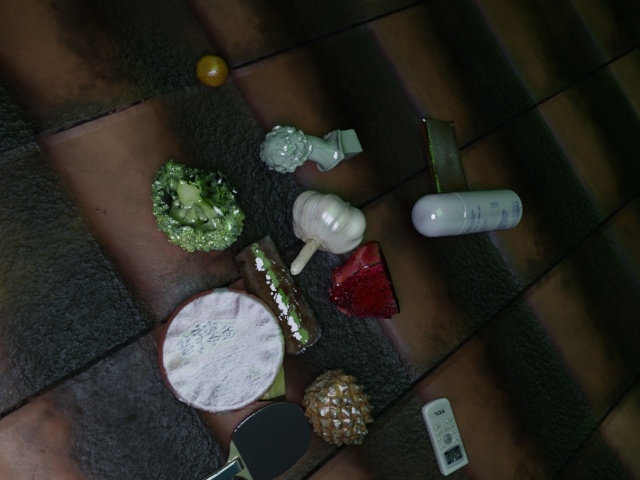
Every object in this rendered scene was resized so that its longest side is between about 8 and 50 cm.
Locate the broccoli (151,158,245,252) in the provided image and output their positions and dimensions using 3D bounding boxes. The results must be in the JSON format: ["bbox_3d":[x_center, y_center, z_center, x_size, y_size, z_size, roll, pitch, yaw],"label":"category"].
[{"bbox_3d":[-0.285,-0.084,1.029,0.198,0.176,0.226,-22,104,-17],"label":"broccoli"}]

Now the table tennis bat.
[{"bbox_3d":[-0.156,0.492,1.029,0.301,0.022,0.173,-28,101,-21],"label":"table tennis bat"}]

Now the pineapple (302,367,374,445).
[{"bbox_3d":[0.052,0.408,1.074,0.166,0.166,0.193,-33,99,-24],"label":"pineapple"}]

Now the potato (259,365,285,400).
[{"bbox_3d":[-0.127,0.327,1.063,0.067,0.096,0.103,-8,67,18],"label":"potato"}]

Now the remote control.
[{"bbox_3d":[0.339,0.531,1.229,0.088,0.029,0.189,-14,84,-24],"label":"remote control"}]

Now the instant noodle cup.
[{"bbox_3d":[-0.217,0.245,1.016,0.274,0.090,0.273,2,75,-7],"label":"instant noodle cup"}]

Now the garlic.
[{"bbox_3d":[0.000,0.000,1.111,0.199,0.199,0.226,35,66,-12],"label":"garlic"}]

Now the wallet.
[{"bbox_3d":[0.387,-0.262,1.413,0.133,0.039,0.243,-6,81,-29],"label":"wallet"}]

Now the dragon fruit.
[{"bbox_3d":[0.120,0.103,1.157,0.189,0.163,0.261,-66,146,-31],"label":"dragon fruit"}]

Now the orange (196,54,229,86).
[{"bbox_3d":[-0.279,-0.437,1.158,0.085,0.085,0.084,5,77,-21],"label":"orange"}]

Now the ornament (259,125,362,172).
[{"bbox_3d":[-0.017,-0.241,1.193,0.285,0.130,0.120,-7,77,-24],"label":"ornament"}]

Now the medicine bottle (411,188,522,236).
[{"bbox_3d":[0.428,-0.082,1.339,0.341,0.130,0.130,-7,81,-23],"label":"medicine bottle"}]

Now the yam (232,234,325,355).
[{"bbox_3d":[-0.105,0.133,1.083,0.131,0.131,0.279,-29,88,-25],"label":"yam"}]
